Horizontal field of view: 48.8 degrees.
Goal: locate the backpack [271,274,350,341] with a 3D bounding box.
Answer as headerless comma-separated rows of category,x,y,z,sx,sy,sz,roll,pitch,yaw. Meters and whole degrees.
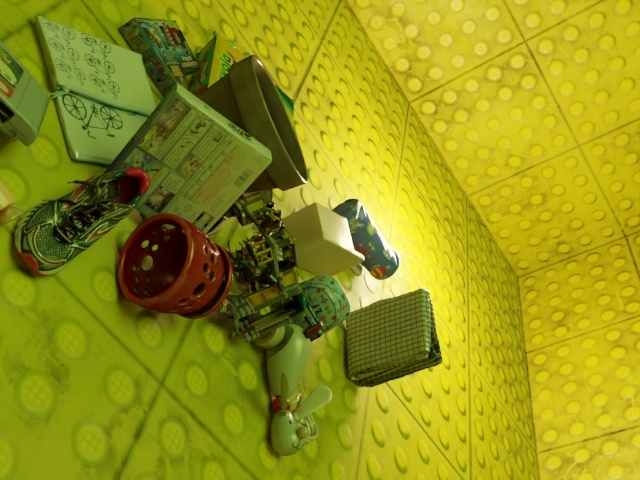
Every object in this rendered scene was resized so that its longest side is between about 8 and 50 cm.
backpack,-0.017,0.179,1.845,0.158,0.173,0.117,64,25,-4

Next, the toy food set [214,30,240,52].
toy food set,-0.270,-0.554,2.172,0.132,0.038,0.192,32,41,-49

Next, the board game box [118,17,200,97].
board game box,-0.401,-0.471,1.825,0.194,0.060,0.194,64,25,-4

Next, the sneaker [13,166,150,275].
sneaker,-0.435,-0.052,1.296,0.121,0.112,0.299,57,40,-21

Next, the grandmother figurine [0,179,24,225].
grandmother figurine,-0.607,-0.168,1.120,0.342,0.104,0.208,62,17,-12

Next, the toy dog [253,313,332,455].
toy dog,-0.049,0.321,1.673,0.220,0.161,0.333,11,58,-59

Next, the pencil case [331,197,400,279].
pencil case,0.152,-0.007,2.342,0.306,0.119,0.133,51,53,-26

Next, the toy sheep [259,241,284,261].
toy sheep,-0.123,0.056,1.863,0.091,0.091,0.132,47,44,-33

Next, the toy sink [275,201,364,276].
toy sink,0.000,0.000,2.065,0.234,0.153,0.131,27,44,-51

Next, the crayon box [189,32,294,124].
crayon box,-0.215,-0.361,1.966,0.313,0.106,0.363,39,31,-32

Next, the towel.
towel,0.214,0.285,2.067,0.121,0.284,0.235,45,33,-38

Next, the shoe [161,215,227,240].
shoe,-0.291,-0.038,1.647,0.076,0.058,0.219,65,25,1

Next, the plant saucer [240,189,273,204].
plant saucer,-0.205,-0.174,1.961,0.198,0.036,0.198,42,34,-38

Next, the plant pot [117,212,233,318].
plant pot,-0.281,0.061,1.429,0.174,0.191,0.191,33,40,-52

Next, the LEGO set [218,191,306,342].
LEGO set,-0.173,0.070,1.622,0.255,0.192,0.331,53,-23,36

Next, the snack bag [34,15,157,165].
snack bag,-0.469,-0.306,1.574,0.323,0.037,0.342,8,61,-61

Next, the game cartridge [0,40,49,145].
game cartridge,-0.605,-0.315,1.244,0.294,0.060,0.196,50,8,-33

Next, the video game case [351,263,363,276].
video game case,0.093,0.003,2.392,0.190,0.022,0.173,54,28,-21

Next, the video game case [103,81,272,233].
video game case,-0.280,-0.152,1.473,0.244,0.269,0.061,34,22,-29

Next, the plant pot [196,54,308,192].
plant pot,-0.216,-0.234,1.665,0.323,0.280,0.323,-21,90,-81
